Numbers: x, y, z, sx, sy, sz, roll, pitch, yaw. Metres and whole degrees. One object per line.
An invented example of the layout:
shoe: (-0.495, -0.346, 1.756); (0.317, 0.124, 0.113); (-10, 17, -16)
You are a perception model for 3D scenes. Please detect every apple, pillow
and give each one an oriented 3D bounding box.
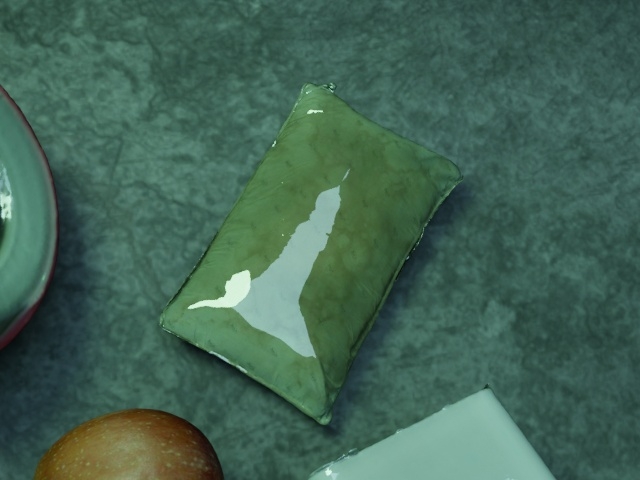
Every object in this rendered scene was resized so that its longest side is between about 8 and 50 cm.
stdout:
apple: (-0.161, 0.235, 0.808); (0.162, 0.201, 0.201); (2, 72, -16)
pillow: (0.000, 0.000, 0.973); (0.185, 0.075, 0.302); (30, 72, 0)

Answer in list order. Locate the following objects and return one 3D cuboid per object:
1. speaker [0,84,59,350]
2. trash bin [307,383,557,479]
speaker: (-0.351, -0.024, 0.823); (0.294, 0.294, 0.294); (3, 72, -8)
trash bin: (0.159, 0.318, 0.821); (0.296, 0.256, 0.368); (-24, 70, -13)
